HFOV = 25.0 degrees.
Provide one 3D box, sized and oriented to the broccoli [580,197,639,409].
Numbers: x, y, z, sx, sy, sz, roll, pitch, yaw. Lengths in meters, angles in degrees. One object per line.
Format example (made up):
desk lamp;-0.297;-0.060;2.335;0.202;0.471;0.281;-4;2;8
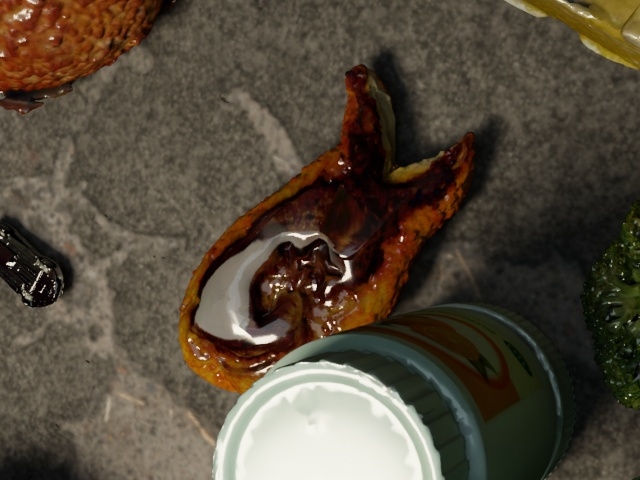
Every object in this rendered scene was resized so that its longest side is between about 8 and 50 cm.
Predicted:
broccoli;0.246;0.040;0.957;0.146;0.138;0.162;6;81;-17

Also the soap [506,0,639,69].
soap;0.305;-0.242;0.906;0.304;0.169;0.338;35;96;16

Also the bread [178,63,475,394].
bread;0.004;0.008;1.077;0.139;0.095;0.269;40;91;13

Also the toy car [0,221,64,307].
toy car;-0.248;0.022;1.202;0.093;0.025;0.041;38;106;20

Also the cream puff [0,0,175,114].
cream puff;-0.254;-0.279;1.091;0.350;0.229;0.350;0;90;19

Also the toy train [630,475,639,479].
toy train;0.375;0.160;0.822;0.442;0.272;0.179;-18;84;32

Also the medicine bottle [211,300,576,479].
medicine bottle;0.058;0.127;0.930;0.158;0.318;0.158;1;93;21
